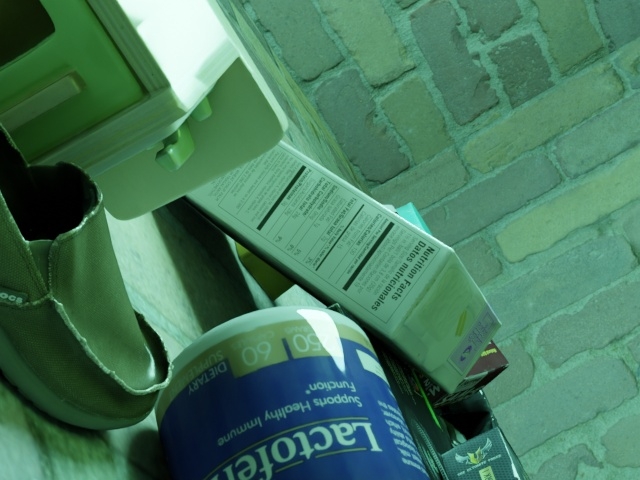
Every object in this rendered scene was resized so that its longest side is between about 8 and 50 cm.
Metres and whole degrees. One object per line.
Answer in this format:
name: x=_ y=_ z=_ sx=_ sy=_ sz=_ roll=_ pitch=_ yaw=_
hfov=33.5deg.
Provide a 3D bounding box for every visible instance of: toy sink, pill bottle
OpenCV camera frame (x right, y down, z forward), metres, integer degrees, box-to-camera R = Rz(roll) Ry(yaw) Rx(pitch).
toy sink: x=-0.150 y=-0.108 z=0.648 sx=0.234 sy=0.152 sz=0.131 roll=58 pitch=24 yaw=-18
pill bottle: x=0.001 y=0.182 z=0.633 sx=0.153 sy=0.153 sz=0.265 roll=51 pitch=12 yaw=-51

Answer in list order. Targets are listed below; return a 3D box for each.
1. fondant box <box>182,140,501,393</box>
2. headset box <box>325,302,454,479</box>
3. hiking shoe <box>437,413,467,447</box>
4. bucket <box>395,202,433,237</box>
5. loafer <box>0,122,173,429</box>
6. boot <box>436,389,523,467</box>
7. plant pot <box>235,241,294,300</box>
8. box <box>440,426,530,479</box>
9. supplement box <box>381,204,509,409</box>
fondant box: x=0.000 y=0.000 z=1.032 sx=0.330 sy=0.096 sz=0.238 roll=35 pitch=-4 yaw=27
headset box: x=0.049 y=0.219 z=0.890 sx=0.246 sy=0.131 sz=0.283 roll=65 pitch=8 yaw=26
hiking shoe: x=0.071 y=0.217 z=1.186 sx=0.132 sy=0.113 sz=0.304 roll=-2 pitch=50 yaw=-40
bucket: x=0.126 y=0.087 z=1.683 sx=0.281 sy=0.183 sz=0.281 roll=59 pitch=8 yaw=-13
loafer: x=-0.144 y=0.013 z=0.557 sx=0.251 sy=0.087 sz=0.094 roll=53 pitch=11 yaw=-44
boot: x=0.274 y=0.424 z=1.361 sx=0.445 sy=0.146 sz=0.367 roll=66 pitch=-5 yaw=-33
plant pot: x=-0.047 y=0.003 z=1.251 sx=0.081 sy=0.083 sz=0.081 roll=55 pitch=9 yaw=-37
box: x=0.182 y=0.285 z=0.818 sx=0.233 sy=0.059 sz=0.183 roll=57 pitch=10 yaw=-27
supplement box: x=0.095 y=0.071 z=1.198 sx=0.239 sy=0.073 sz=0.130 roll=55 pitch=26 yaw=19
